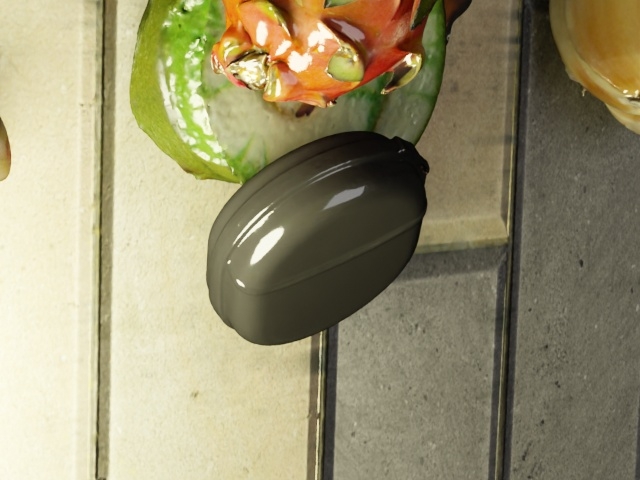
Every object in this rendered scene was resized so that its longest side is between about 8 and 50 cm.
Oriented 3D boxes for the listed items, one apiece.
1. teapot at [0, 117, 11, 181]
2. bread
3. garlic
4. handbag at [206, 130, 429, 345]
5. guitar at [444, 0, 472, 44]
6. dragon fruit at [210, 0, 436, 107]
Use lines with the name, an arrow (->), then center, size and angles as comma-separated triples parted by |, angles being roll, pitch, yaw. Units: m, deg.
teapot -> -0.336, -0.079, 1.561 | 0.068, 0.076, 0.121 | -15, 137, -32
bread -> -0.028, -0.207, 1.795 | 0.366, 0.129, 0.382 | -54, 130, -20
garlic -> 0.431, -0.283, 2.176 | 0.286, 0.249, 0.313 | 8, 70, -29
handbag -> 0.001, 0.001, 1.764 | 0.254, 0.093, 0.308 | -24, 156, -17
guitar -> 0.119, -0.235, 2.005 | 0.088, 0.025, 0.233 | 34, 74, -42
dragon fruit -> 0.008, -0.234, 1.584 | 0.224, 0.224, 0.227 | 13, 97, -44
